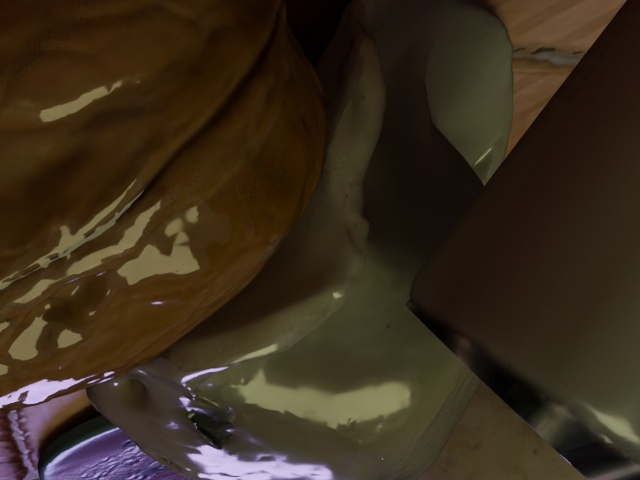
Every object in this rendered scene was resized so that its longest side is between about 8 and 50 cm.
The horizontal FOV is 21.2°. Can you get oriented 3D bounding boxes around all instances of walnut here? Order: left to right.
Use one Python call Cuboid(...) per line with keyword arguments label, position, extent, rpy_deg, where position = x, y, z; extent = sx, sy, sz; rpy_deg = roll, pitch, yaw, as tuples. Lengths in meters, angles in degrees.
Cuboid(label="walnut", position=(-0.097, -0.031, 0.572), extent=(0.197, 0.165, 0.165), rpy_deg=(-33, 154, 19))

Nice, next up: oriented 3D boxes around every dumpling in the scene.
Cuboid(label="dumpling", position=(0.000, 0.000, 0.771), extent=(0.243, 0.187, 0.318), rpy_deg=(-62, 164, -4))

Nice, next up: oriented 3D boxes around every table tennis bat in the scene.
Cuboid(label="table tennis bat", position=(-0.067, 0.108, 1.050), extent=(0.244, 0.040, 0.153), rpy_deg=(-29, 155, 29))

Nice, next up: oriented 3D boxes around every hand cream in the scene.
Cuboid(label="hand cream", position=(0.174, -0.077, 0.635), extent=(0.359, 0.118, 0.185), rpy_deg=(-54, 151, -1))

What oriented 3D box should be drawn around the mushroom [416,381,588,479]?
Cuboid(label="mushroom", position=(0.142, 0.110, 1.029), extent=(0.255, 0.184, 0.255), rpy_deg=(7, 140, 6))
